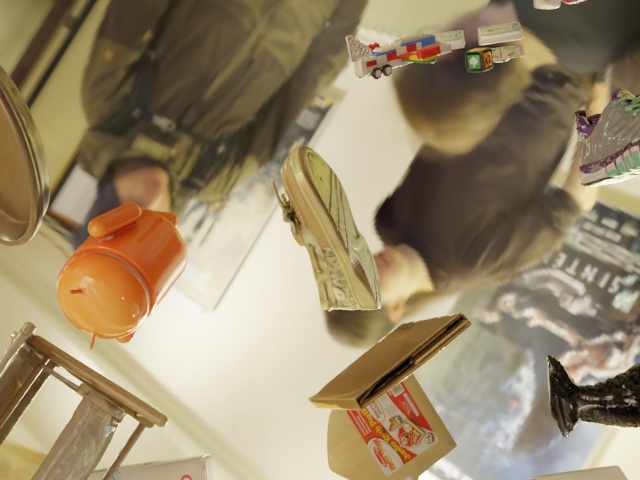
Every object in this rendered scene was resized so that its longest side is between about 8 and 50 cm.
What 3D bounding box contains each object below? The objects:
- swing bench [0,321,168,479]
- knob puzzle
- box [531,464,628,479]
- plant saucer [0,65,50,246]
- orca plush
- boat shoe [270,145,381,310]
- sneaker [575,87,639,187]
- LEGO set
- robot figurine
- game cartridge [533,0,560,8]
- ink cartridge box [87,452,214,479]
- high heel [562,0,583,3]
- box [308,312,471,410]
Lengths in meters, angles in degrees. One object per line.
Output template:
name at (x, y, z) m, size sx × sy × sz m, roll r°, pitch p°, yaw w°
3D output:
swing bench at (-0.400, 0.294, 1.510) m, size 0.255 × 0.253 × 0.165 m, roll 36°, pitch 161°, yaw -8°
knob puzzle at (0.091, 0.303, 1.636) m, size 0.213 × 0.213 × 0.030 m, roll 31°, pitch 161°, yaw -6°
box at (0.231, 0.297, 0.870) m, size 0.091 × 0.130 × 0.170 m, roll -2°, pitch -142°, yaw -22°
plant saucer at (-0.412, -0.125, 1.275) m, size 0.278 × 0.041 × 0.278 m, roll 29°, pitch 134°, yaw 35°
orca plush at (0.385, 0.128, 1.099) m, size 0.287 × 0.151 × 0.102 m, roll 3°, pitch 133°, yaw 2°
boat shoe at (0.000, 0.000, 1.333) m, size 0.104 × 0.089 × 0.285 m, roll -88°, pitch -21°, yaw -45°
sneaker at (0.345, -0.124, 1.109) m, size 0.083 × 0.098 × 0.224 m, roll -10°, pitch 174°, yaw -30°
LEGO set at (0.131, -0.222, 1.151) m, size 0.182 × 0.060 × 0.244 m, roll -7°, pitch -161°, yaw 11°
robot figurine at (-0.255, 0.039, 1.347) m, size 0.128 × 0.158 × 0.219 m, roll 37°, pitch -142°, yaw -4°
game cartridge at (0.391, -0.607, 1.780) m, size 0.068 × 0.355 × 0.230 m, roll 3°, pitch 159°, yaw 11°
ink cartridge box at (-0.322, 0.488, 1.736) m, size 0.306 × 0.226 × 0.131 m, roll -8°, pitch 174°, yaw -2°
high heel at (0.607, -0.662, 2.141) m, size 0.127 × 0.377 × 0.181 m, roll 40°, pitch -173°, yaw 25°
box at (0.076, 0.147, 1.250) m, size 0.021 × 0.164 × 0.201 m, roll 54°, pitch 163°, yaw -3°
